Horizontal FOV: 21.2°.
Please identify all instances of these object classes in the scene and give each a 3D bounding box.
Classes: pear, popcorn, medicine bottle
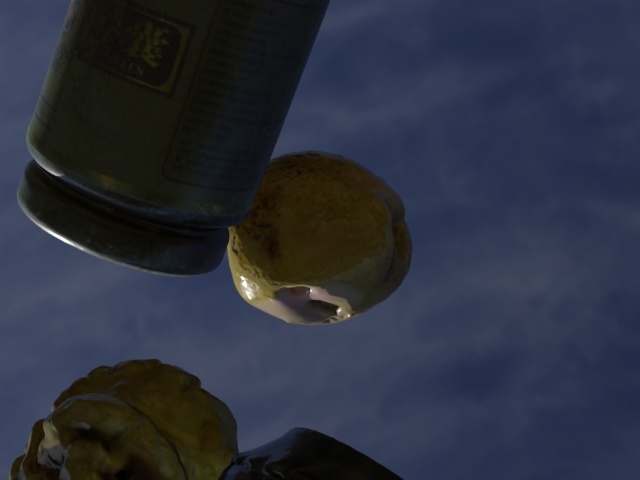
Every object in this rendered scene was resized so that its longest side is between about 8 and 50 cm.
[{"bbox_3d":[0.000,0.000,1.596,0.178,0.178,0.178,-8,-116,16],"label":"pear"},{"bbox_3d":[-0.169,0.192,1.360,0.226,0.203,0.200,-28,-123,-5],"label":"popcorn"},{"bbox_3d":[-0.074,-0.149,1.062,0.151,0.151,0.322,29,-74,28],"label":"medicine bottle"}]

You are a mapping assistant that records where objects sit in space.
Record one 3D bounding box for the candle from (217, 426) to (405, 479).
[{"bbox_3d":[-0.036,0.310,1.097,0.221,0.221,0.342,25,-105,27],"label":"candle"}]
